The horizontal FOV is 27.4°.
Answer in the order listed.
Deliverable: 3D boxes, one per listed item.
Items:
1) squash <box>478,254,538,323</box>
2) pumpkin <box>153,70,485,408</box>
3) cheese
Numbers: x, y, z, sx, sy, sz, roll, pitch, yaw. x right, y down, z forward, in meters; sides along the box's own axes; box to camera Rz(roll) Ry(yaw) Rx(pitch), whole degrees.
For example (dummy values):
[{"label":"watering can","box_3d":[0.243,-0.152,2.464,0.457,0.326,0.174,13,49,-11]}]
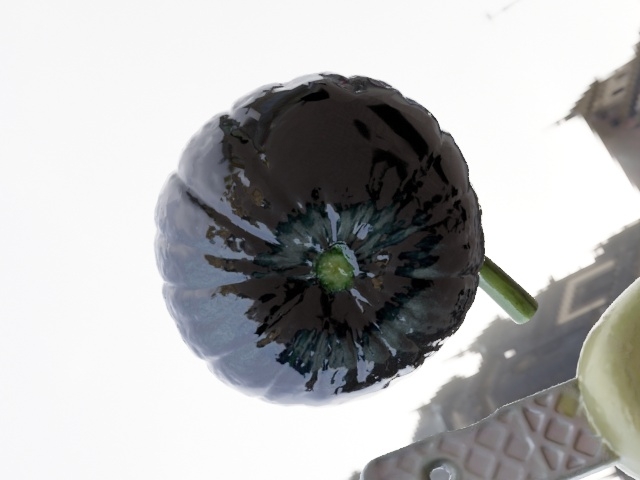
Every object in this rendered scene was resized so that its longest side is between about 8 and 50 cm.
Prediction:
[{"label":"squash","box_3d":[0.153,0.038,1.138,0.083,0.027,0.027,41,-144,-23]},{"label":"pumpkin","box_3d":[0.000,0.000,0.775,0.202,0.202,0.140,49,-177,-16]},{"label":"cheese","box_3d":[0.141,0.074,0.575,0.050,0.255,0.127,83,164,-64]}]
